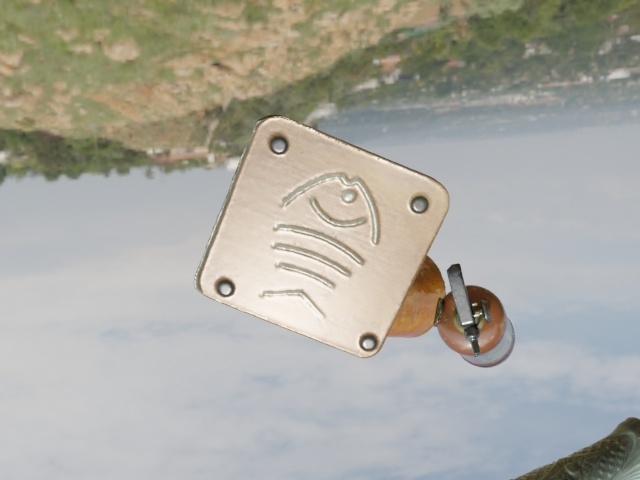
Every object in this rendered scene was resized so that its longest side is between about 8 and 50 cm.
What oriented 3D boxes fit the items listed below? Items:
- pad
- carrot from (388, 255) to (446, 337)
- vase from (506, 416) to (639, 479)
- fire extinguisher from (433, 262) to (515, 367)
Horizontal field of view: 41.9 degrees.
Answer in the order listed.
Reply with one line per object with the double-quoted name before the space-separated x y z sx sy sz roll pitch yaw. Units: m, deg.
"pad" 0.000 0.000 1.143 0.286 0.284 0.018 22 -161 -6
"carrot" 0.091 0.100 1.412 0.159 0.159 0.225 1 -176 40
"vase" 0.289 0.283 0.956 0.219 0.096 0.096 -25 -170 -11
"fire extinguisher" 0.109 0.057 0.591 0.050 0.062 0.177 -13 164 12
